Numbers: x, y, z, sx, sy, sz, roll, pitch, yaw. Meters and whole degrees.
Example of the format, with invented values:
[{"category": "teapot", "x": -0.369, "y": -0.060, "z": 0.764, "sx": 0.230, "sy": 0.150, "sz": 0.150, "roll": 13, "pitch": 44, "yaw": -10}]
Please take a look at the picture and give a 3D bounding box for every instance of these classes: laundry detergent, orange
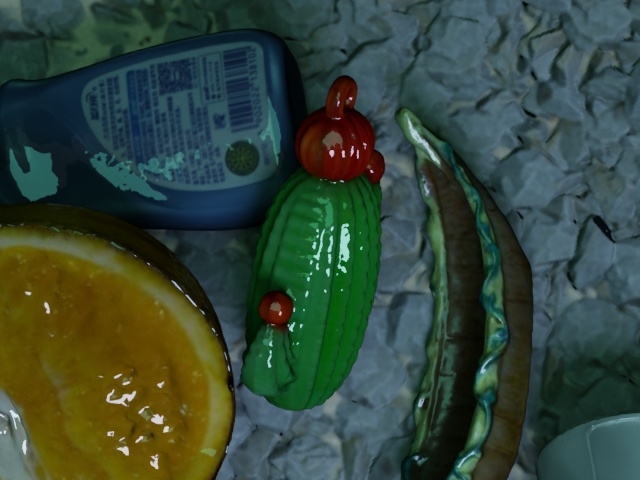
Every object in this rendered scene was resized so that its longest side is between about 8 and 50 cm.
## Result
[{"category": "laundry detergent", "x": -0.154, "y": -0.068, "z": 1.412, "sx": 0.290, "sy": 0.094, "sz": 0.143, "roll": -8, "pitch": 85, "yaw": 10}, {"category": "orange", "x": -0.211, "y": 0.100, "z": 1.313, "sx": 0.310, "sy": 0.274, "sz": 0.274, "roll": -14, "pitch": 79, "yaw": 46}]

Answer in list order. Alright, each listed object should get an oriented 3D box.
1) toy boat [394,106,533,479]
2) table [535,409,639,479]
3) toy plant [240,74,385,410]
[{"category": "toy boat", "x": 0.100, "y": 0.052, "z": 1.354, "sx": 0.099, "sy": 0.108, "sz": 0.293, "roll": 3, "pitch": 82, "yaw": -20}, {"category": "table", "x": 0.217, "y": 0.235, "z": 1.259, "sx": 0.126, "sy": 0.126, "sz": 0.220, "roll": -9, "pitch": 55, "yaw": 7}, {"category": "toy plant", "x": 0.003, "y": 0.005, "z": 1.344, "sx": 0.088, "sy": 0.154, "sz": 0.240, "roll": 18, "pitch": 94, "yaw": 19}]
